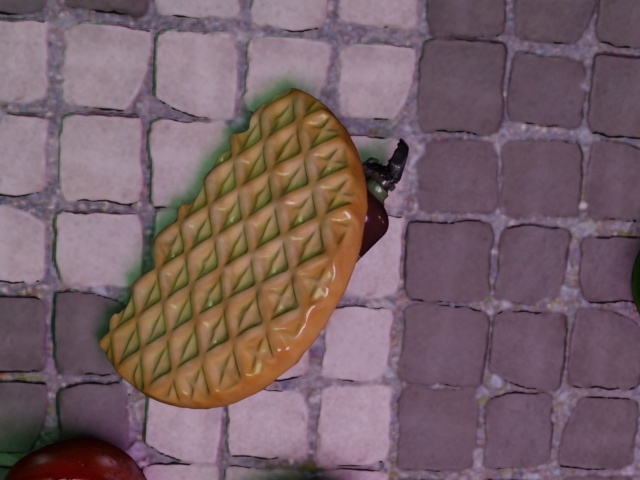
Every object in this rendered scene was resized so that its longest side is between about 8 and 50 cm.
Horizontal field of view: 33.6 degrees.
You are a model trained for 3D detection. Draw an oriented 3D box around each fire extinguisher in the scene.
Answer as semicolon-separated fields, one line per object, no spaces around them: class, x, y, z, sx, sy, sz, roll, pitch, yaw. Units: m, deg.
fire extinguisher;0.000;0.000;0.959;0.231;0.099;0.071;-45;74;4

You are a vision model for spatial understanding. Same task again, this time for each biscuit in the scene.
biscuit;-0.066;0.022;0.920;0.309;0.204;0.040;-54;139;5

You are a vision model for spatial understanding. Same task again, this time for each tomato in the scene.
tomato;-0.222;0.238;0.981;0.139;0.091;0.159;-10;126;6

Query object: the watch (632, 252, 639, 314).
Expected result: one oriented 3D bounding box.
watch;0.363;0.060;0.992;0.152;0.131;0.165;42;94;1
